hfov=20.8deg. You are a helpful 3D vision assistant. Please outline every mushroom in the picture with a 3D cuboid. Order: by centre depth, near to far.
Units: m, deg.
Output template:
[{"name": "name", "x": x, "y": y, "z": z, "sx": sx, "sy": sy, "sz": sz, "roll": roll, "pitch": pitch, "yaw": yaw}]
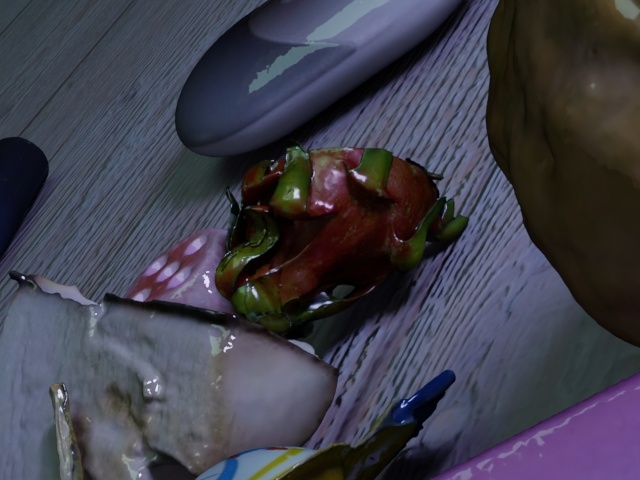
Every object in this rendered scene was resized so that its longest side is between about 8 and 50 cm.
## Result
[{"name": "mushroom", "x": -0.118, "y": 0.192, "z": 0.939, "sx": 0.026, "sy": 0.028, "sz": 0.286, "roll": -19, "pitch": 49, "yaw": 2}, {"name": "mushroom", "x": -0.084, "y": 0.128, "z": 1.063, "sx": 0.236, "sy": 0.162, "sz": 0.173, "roll": 8, "pitch": 84, "yaw": 50}]

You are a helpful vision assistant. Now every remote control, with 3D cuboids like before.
[{"name": "remote control", "x": 0.005, "y": -0.188, "z": 1.571, "sx": 0.332, "sy": 0.103, "sz": 0.221, "roll": -35, "pitch": 18, "yaw": 13}]

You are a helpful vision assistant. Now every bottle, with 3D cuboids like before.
[{"name": "bottle", "x": -0.361, "y": -0.030, "z": 1.876, "sx": 0.072, "sy": 0.082, "sz": 0.244, "roll": -27, "pitch": 24, "yaw": 22}]

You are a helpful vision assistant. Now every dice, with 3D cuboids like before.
[{"name": "dice", "x": -0.080, "y": 0.054, "z": 1.220, "sx": 0.094, "sy": 0.093, "sz": 0.091, "roll": -25, "pitch": 25, "yaw": 31}]

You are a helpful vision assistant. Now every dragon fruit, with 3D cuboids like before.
[{"name": "dragon fruit", "x": 0.000, "y": 0.000, "z": 1.159, "sx": 0.142, "sy": 0.138, "sz": 0.175, "roll": 21, "pitch": 61, "yaw": 27}]

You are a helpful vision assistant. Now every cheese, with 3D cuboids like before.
[{"name": "cheese", "x": -0.024, "y": 0.149, "z": 0.890, "sx": 0.270, "sy": 0.069, "sz": 0.177, "roll": -30, "pitch": -21, "yaw": -41}]

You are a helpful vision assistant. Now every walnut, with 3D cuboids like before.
[{"name": "walnut", "x": 0.216, "y": -0.097, "z": 0.781, "sx": 0.306, "sy": 0.306, "sz": 0.344, "roll": -34, "pitch": 11, "yaw": 12}]

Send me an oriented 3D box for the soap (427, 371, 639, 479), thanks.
[{"name": "soap", "x": 0.141, "y": 0.102, "z": 0.567, "sx": 0.259, "sy": 0.181, "sz": 0.081, "roll": -27, "pitch": 53, "yaw": -1}]
